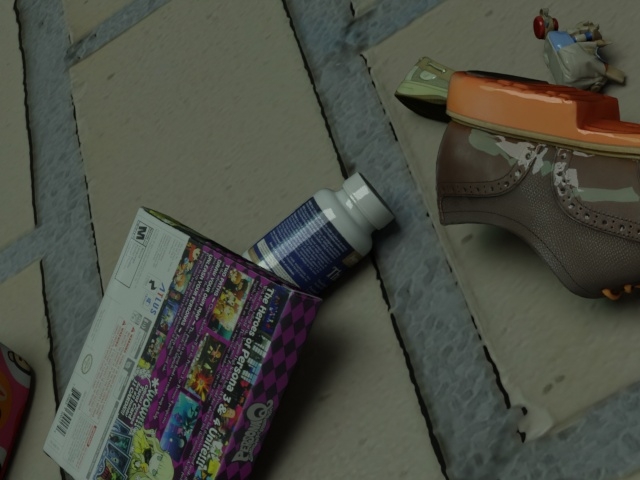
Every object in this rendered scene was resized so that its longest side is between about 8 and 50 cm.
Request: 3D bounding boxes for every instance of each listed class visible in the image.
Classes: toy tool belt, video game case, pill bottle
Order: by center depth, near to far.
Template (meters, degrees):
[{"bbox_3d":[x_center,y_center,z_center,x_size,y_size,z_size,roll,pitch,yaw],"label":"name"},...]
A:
[{"bbox_3d":[0.208,-0.152,0.990,0.051,0.052,0.083,-10,52,-8],"label":"toy tool belt"},{"bbox_3d":[-0.119,0.112,0.994,0.210,0.042,0.232,25,95,44],"label":"video game case"},{"bbox_3d":[0.000,0.000,1.013,0.120,0.067,0.067,-39,45,7],"label":"pill bottle"}]

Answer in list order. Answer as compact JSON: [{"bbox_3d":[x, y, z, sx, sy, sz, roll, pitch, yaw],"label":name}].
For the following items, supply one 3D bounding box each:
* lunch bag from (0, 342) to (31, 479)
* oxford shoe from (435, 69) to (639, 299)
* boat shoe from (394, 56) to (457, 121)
[{"bbox_3d":[-0.416,0.171,1.167,0.293,0.120,0.258,-6,53,31],"label":"lunch bag"},{"bbox_3d":[0.241,-0.015,0.842,0.364,0.130,0.132,22,107,36],"label":"oxford shoe"},{"bbox_3d":[0.127,-0.121,1.016,0.153,0.056,0.048,18,77,50],"label":"boat shoe"}]
